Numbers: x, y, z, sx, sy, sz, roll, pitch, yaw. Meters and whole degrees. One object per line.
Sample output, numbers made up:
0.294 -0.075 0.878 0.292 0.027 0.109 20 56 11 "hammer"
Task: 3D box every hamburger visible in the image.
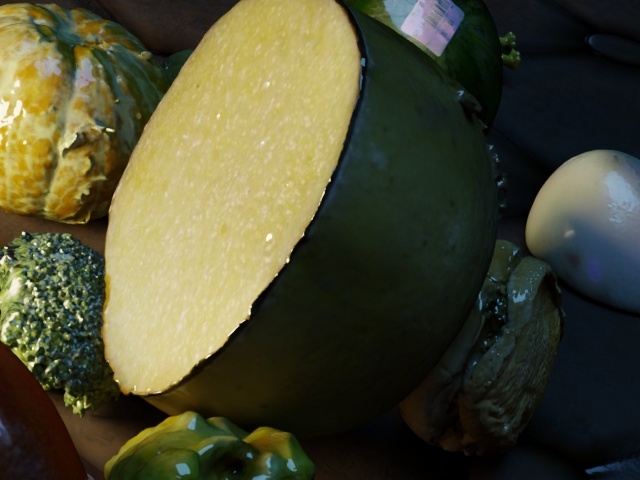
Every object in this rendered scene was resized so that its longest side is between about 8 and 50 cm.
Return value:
0.189 0.116 1.619 0.146 0.243 0.286 22 36 19 "hamburger"

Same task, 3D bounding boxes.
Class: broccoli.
-0.285 0.084 1.551 0.226 0.198 0.176 11 65 43 "broccoli"

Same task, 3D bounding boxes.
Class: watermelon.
0.099 -0.234 2.058 0.363 0.363 0.363 10 31 -6 "watermelon"

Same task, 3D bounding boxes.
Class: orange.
-0.347 -0.174 1.868 0.329 0.249 0.329 16 34 -11 "orange"

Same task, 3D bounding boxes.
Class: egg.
0.411 -0.039 2.037 0.206 0.162 0.271 9 30 -10 "egg"

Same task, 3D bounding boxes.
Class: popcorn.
-0.079 0.273 1.279 0.250 0.235 0.242 25 11 -12 "popcorn"

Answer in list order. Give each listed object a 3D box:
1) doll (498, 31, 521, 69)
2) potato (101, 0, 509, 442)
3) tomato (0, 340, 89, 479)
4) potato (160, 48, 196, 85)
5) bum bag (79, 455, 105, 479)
0.211 -0.340 2.489 0.293 0.119 0.138 1 56 -20 "doll"
0.000 0.000 1.460 0.319 0.442 0.385 30 0 -32 "potato"
-0.359 0.227 1.192 0.341 0.273 0.341 -2 69 5 "tomato"
-0.145 -0.174 2.040 0.251 0.159 0.174 40 73 18 "potato"
-0.298 0.234 1.447 0.159 0.026 0.109 32 35 18 "bum bag"
